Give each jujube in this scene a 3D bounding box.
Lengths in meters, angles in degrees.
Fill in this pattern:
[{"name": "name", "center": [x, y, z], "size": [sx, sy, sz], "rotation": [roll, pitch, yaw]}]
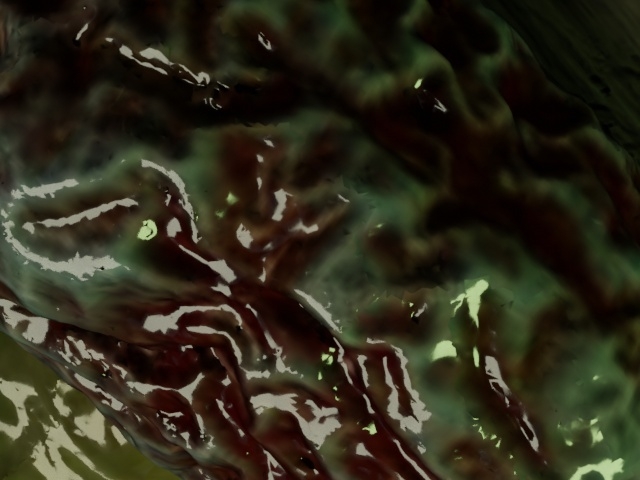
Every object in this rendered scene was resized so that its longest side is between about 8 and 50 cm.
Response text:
[{"name": "jujube", "center": [0.000, 0.000, 0.646], "size": [0.317, 0.226, 0.226], "rotation": [40, 157, -2]}]

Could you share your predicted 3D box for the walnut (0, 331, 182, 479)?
[{"name": "walnut", "center": [-0.108, 0.066, 0.877], "size": [0.277, 0.282, 0.253], "rotation": [30, -166, 10]}]
